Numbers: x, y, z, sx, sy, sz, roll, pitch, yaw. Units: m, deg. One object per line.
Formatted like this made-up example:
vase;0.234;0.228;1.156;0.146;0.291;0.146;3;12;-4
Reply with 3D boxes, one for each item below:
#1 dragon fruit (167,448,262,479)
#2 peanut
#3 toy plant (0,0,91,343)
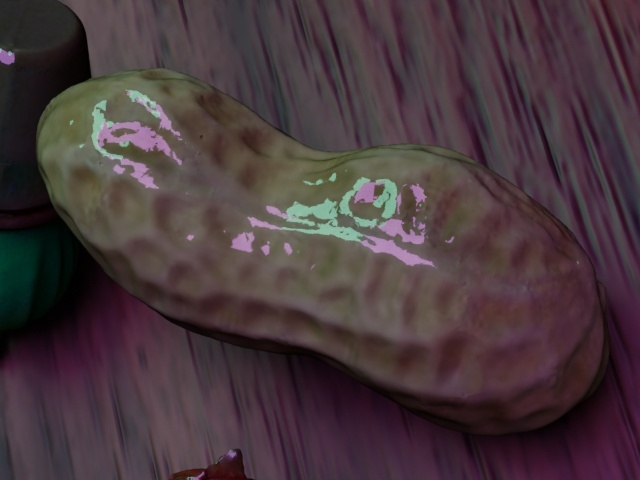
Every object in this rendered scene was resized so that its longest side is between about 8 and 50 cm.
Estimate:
dragon fruit;-0.028;0.214;0.829;0.252;0.241;0.241;-36;62;11
peanut;0.000;0.000;0.925;0.298;0.136;0.120;20;37;6
toy plant;-0.168;-0.033;1.027;0.105;0.200;0.143;10;33;-6
